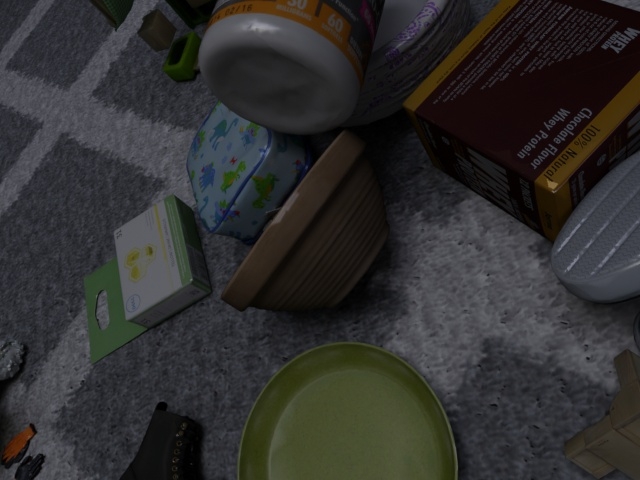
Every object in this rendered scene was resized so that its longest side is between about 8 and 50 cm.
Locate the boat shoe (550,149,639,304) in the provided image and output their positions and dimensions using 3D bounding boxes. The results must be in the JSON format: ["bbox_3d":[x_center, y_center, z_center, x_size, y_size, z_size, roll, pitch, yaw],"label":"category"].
[{"bbox_3d":[0.354,-0.046,0.419,0.335,0.119,0.121,-40,23,3],"label":"boat shoe"}]

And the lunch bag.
[{"bbox_3d":[-0.102,-0.115,0.696,0.176,0.090,0.219,-52,40,22],"label":"lunch bag"}]

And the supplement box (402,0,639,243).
[{"bbox_3d":[0.234,-0.134,0.527,0.191,0.129,0.194,-47,53,1],"label":"supplement box"}]

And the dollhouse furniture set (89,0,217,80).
[{"bbox_3d":[-0.279,-0.457,0.867,0.152,0.301,0.197,-6,61,29],"label":"dollhouse furniture set"}]

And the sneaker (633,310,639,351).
[{"bbox_3d":[0.365,0.067,0.371,0.224,0.098,0.083,-8,63,26],"label":"sneaker"}]

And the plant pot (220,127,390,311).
[{"bbox_3d":[0.000,0.000,0.572,0.110,0.237,0.237,37,86,-4],"label":"plant pot"}]

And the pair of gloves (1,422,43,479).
[{"bbox_3d":[-0.444,0.324,0.744,0.074,0.010,0.083,-48,54,0],"label":"pair of gloves"}]

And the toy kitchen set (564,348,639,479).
[{"bbox_3d":[0.265,0.158,0.429,0.068,0.075,0.083,34,124,1],"label":"toy kitchen set"}]

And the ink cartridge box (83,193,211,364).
[{"bbox_3d":[-0.287,0.059,0.767,0.235,0.056,0.171,-30,56,10],"label":"ink cartridge box"}]

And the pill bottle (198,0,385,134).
[{"bbox_3d":[-0.012,-0.266,0.529,0.162,0.162,0.278,3,68,30],"label":"pill bottle"}]

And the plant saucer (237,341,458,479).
[{"bbox_3d":[0.024,0.227,0.518,0.241,0.037,0.240,-13,60,24],"label":"plant saucer"}]

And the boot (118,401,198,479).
[{"bbox_3d":[-0.155,0.272,0.576,0.198,0.077,0.136,6,64,30],"label":"boot"}]

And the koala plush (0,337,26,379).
[{"bbox_3d":[-0.581,0.253,0.779,0.196,0.203,0.221,-18,37,10],"label":"koala plush"}]

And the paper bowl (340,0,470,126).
[{"bbox_3d":[0.060,-0.283,0.688,0.285,0.148,0.284,-13,60,23],"label":"paper bowl"}]
